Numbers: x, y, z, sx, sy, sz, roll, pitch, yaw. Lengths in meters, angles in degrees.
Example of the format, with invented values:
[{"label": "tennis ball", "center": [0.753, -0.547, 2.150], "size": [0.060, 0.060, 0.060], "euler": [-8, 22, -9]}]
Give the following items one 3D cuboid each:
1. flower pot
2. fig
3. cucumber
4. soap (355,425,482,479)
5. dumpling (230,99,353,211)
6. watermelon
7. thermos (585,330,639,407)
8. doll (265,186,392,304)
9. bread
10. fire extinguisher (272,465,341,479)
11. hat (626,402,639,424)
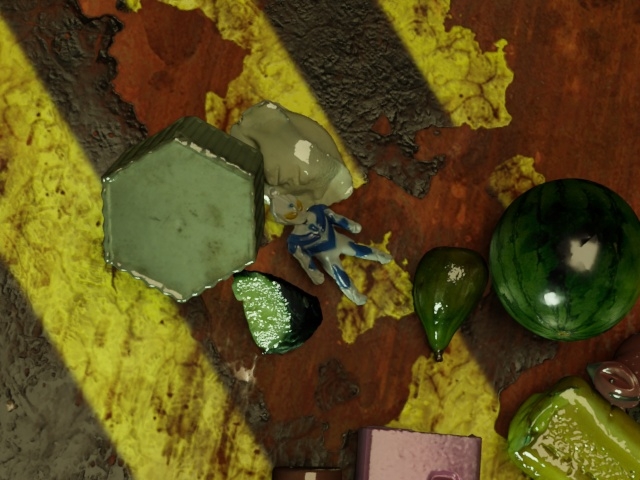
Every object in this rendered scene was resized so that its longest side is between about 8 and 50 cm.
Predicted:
[{"label": "flower pot", "center": [-0.188, -0.049, 1.627], "size": [0.239, 0.189, 0.209], "euler": [-28, 103, 8]}, {"label": "fig", "center": [0.186, 0.093, 1.763], "size": [0.117, 0.117, 0.177], "euler": [17, 100, -8]}, {"label": "cucumber", "center": [-0.050, 0.100, 1.662], "size": [0.086, 0.193, 0.115], "euler": [-15, 78, 14]}, {"label": "soap", "center": [0.138, 0.404, 1.702], "size": [0.181, 0.081, 0.259], "euler": [8, 79, -10]}, {"label": "dumpling", "center": [-0.050, -0.114, 1.748], "size": [0.155, 0.111, 0.181], "euler": [-39, 79, 17]}, {"label": "watermelon", "center": [0.367, 0.028, 1.731], "size": [0.242, 0.242, 0.242], "euler": [2, 80, -11]}, {"label": "thermos", "center": [0.550, 0.178, 1.757], "size": [0.330, 0.109, 0.136], "euler": [-20, 73, -30]}, {"label": "doll", "center": [0.000, 0.000, 1.735], "size": [0.227, 0.057, 0.114], "euler": [38, 80, -19]}, {"label": "bread", "center": [0.453, 0.361, 1.752], "size": [0.383, 0.112, 0.166], "euler": [39, 91, -2]}, {"label": "fire extinguisher", "center": [-0.031, 0.492, 1.632], "size": [0.138, 0.102, 0.344], "euler": [11, 75, -47]}, {"label": "hat", "center": [0.616, 0.291, 1.795], "size": [0.266, 0.128, 0.265], "euler": [2, 76, -9]}]
